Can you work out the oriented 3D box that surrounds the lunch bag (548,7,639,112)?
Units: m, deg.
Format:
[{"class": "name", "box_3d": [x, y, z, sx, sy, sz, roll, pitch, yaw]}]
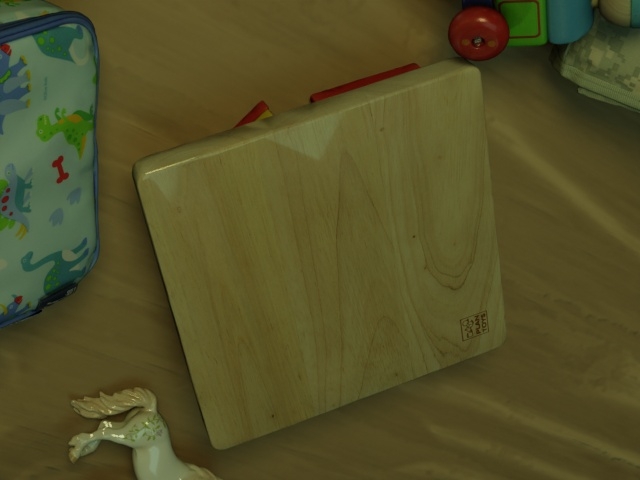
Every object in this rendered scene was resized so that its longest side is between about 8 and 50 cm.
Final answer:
[{"class": "lunch bag", "box_3d": [0.336, -0.200, 0.965, 0.287, 0.169, 0.235, 9, 119, -19]}]

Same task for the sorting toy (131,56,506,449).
[{"class": "sorting toy", "box_3d": [0.000, 0.000, 0.983, 0.255, 0.089, 0.257, -19, 125, -12]}]

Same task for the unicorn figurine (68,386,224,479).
[{"class": "unicorn figurine", "box_3d": [-0.140, 0.189, 1.053, 0.111, 0.060, 0.162, -21, 125, -10]}]

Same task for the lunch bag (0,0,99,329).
[{"class": "lunch bag", "box_3d": [-0.227, -0.042, 0.820, 0.176, 0.090, 0.219, -25, 133, -47]}]

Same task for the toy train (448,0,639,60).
[{"class": "toy train", "box_3d": [0.150, -0.234, 0.834, 0.143, 0.105, 0.248, 0, 137, 12]}]
